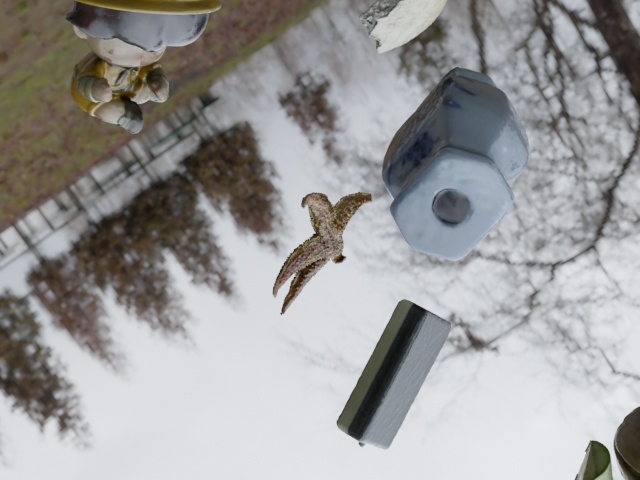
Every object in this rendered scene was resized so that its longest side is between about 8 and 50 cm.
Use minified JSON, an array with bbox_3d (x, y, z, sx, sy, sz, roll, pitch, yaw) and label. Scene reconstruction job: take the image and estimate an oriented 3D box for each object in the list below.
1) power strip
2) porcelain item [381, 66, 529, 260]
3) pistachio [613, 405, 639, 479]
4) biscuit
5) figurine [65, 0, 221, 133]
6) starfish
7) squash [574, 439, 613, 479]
[{"bbox_3d":[0.120,0.230,1.940,0.070,0.105,0.256,24,-94,38],"label":"power strip"},{"bbox_3d":[0.221,-0.143,1.906,0.242,0.178,0.405,-49,-167,26],"label":"porcelain item"},{"bbox_3d":[0.540,0.347,1.842,0.136,0.136,0.226,-31,-158,12],"label":"pistachio"},{"bbox_3d":[0.166,-0.450,2.292,0.188,0.040,0.265,-16,161,-24],"label":"biscuit"},{"bbox_3d":[-0.235,-0.261,1.407,0.192,0.167,0.257,-29,160,-49],"label":"figurine"},{"bbox_3d":[0.001,0.001,1.664,0.227,0.043,0.240,-58,156,-18],"label":"starfish"},{"bbox_3d":[0.402,0.394,1.717,0.075,0.200,0.090,-10,-148,9],"label":"squash"}]
